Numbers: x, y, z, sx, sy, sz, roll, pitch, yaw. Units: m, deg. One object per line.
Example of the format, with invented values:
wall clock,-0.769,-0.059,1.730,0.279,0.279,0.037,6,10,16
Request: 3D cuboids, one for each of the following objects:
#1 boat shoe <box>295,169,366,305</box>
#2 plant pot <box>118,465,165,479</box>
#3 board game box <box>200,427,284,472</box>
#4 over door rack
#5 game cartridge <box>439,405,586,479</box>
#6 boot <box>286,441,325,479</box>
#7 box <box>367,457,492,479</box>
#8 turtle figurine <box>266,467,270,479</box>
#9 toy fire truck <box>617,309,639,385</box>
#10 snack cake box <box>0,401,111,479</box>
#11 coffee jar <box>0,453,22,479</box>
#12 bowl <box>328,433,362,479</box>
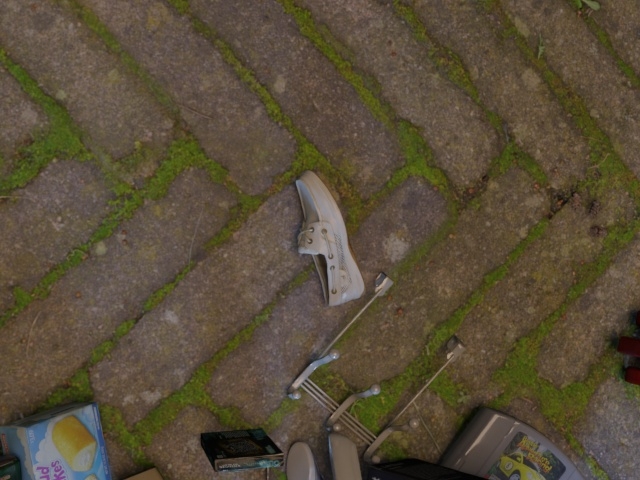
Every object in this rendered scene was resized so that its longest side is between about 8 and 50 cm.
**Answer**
boat shoe,0.000,0.000,1.620,0.096,0.098,0.277,-24,97,-16
plant pot,-0.326,0.478,1.523,0.109,0.109,0.096,-18,81,-15
board game box,-0.149,0.388,1.527,0.126,0.186,0.026,-1,92,-15
over door rack,0.122,0.256,1.647,0.239,0.108,0.324,43,79,-12
game cartridge,0.414,0.489,1.723,0.294,0.060,0.196,37,84,-10
boot,-0.011,0.495,1.637,0.086,0.069,0.190,7,71,-49
box,0.243,0.621,1.552,0.179,0.312,0.343,12,85,-52
turtle figurine,-0.060,0.578,1.538,0.275,0.197,0.266,-47,128,-45
toy fire truck,0.818,0.259,1.768,0.302,0.254,0.169,15,85,-15
snack cake box,-0.458,0.435,1.454,0.152,0.089,0.264,-14,95,-53
coffee jar,-0.537,0.457,1.360,0.096,0.079,0.184,-13,97,-49
bowl,0.050,0.454,1.586,0.053,0.142,0.142,-8,51,-3
